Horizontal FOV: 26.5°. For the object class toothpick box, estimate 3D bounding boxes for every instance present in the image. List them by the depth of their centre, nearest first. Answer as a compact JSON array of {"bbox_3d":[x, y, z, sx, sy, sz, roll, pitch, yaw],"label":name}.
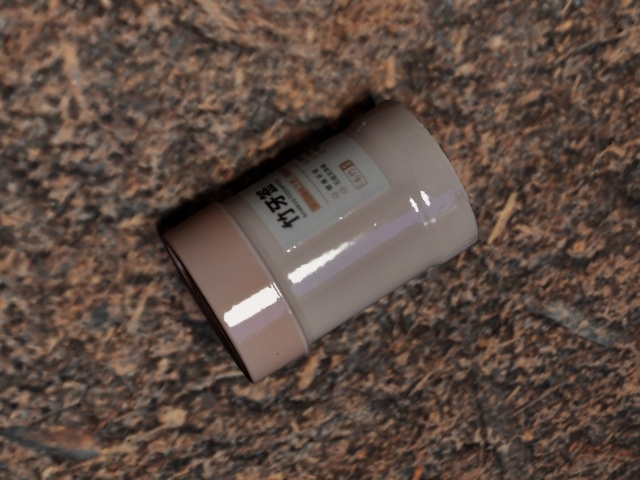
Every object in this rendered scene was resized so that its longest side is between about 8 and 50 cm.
[{"bbox_3d":[0.000,0.000,0.755,0.149,0.098,0.098,-31,132,-9],"label":"toothpick box"}]
